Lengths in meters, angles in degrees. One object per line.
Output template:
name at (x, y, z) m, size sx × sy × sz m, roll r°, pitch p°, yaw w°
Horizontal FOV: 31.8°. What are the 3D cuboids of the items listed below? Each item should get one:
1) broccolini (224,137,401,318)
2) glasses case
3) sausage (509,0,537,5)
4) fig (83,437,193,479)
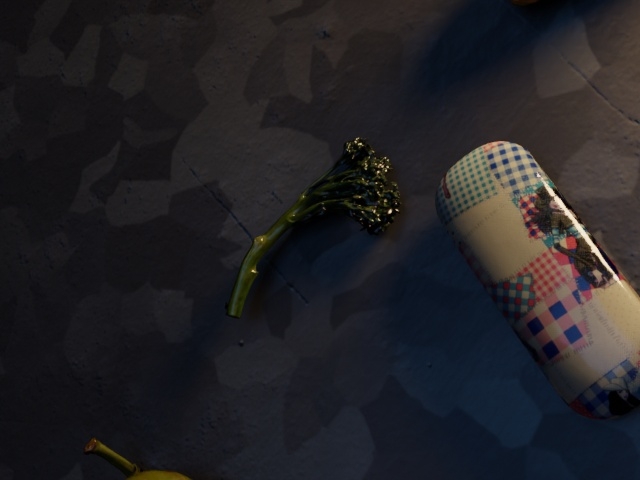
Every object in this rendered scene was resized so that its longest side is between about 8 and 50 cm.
broccolini at (-0.007, 0.006, 1.328) m, size 0.271 × 0.062 × 0.123 m, roll -48°, pitch 48°, yaw 4°
glasses case at (0.240, 0.037, 1.186) m, size 0.125 × 0.076 × 0.327 m, roll -38°, pitch 65°, yaw 13°
sausage at (0.333, -0.368, 1.214) m, size 0.328 × 0.112 × 0.112 m, roll -26°, pitch 69°, yaw 18°
fig at (-0.204, 0.335, 1.328) m, size 0.186 × 0.148 × 0.142 m, roll -146°, pitch 66°, yaw -66°
